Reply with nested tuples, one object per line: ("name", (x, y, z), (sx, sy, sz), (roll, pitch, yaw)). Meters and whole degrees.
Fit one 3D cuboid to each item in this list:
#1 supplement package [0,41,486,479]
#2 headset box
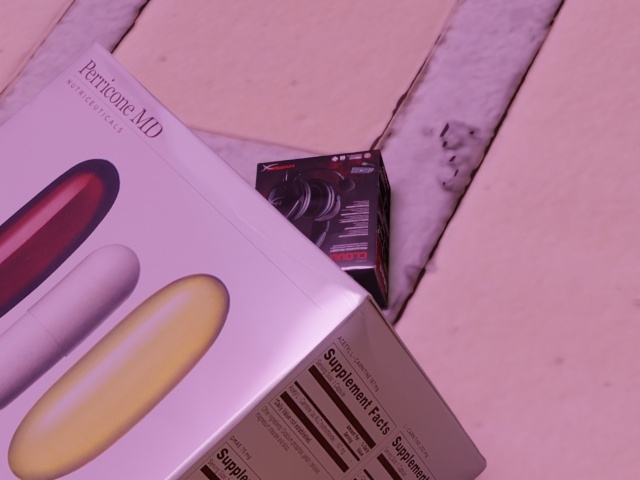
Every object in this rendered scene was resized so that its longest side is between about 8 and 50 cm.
("supplement package", (-0.085, 0.072, 0.716), (0.203, 0.149, 0.194), (-43, 52, -7))
("headset box", (0.000, 0.000, 0.851), (0.062, 0.032, 0.083), (-6, 48, 12))
